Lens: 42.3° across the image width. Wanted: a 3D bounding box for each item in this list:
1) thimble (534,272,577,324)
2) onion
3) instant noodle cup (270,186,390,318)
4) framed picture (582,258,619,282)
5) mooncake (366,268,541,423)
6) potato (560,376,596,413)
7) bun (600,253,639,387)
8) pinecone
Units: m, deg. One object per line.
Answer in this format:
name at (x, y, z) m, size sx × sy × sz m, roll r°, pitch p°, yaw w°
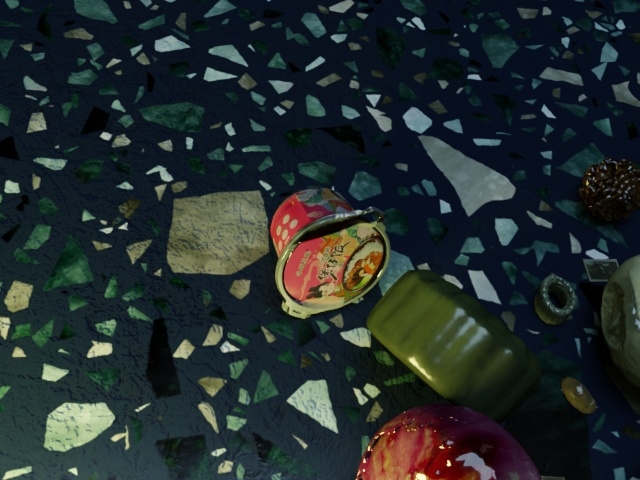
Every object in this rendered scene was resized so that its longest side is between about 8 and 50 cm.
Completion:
thimble at (0.534, 0.134, 1.892) m, size 0.084 × 0.062 × 0.110 m, roll -2°, pitch 56°, yaw -10°
onion at (0.233, 0.462, 1.459) m, size 0.358 × 0.358 × 0.345 m, roll 42°, pitch 15°, yaw 18°
instant noodle cup at (0.000, 0.000, 1.791) m, size 0.302 × 0.258 × 0.181 m, roll -43°, pitch 43°, yaw 12°
framed picture at (0.680, 0.072, 1.995) m, size 0.089 × 0.006 × 0.066 m, roll 1°, pitch 56°, yaw -9°
mooncake at (0.262, 0.205, 1.634) m, size 0.351 × 0.351 × 0.187 m, roll 42°, pitch 90°, yaw 18°
potato at (0.553, 0.332, 1.774) m, size 0.037 × 0.036 × 0.093 m, roll -27°, pitch 65°, yaw -29°
bun at (0.768, 0.208, 1.800) m, size 0.364 × 0.202 × 0.364 m, roll 9°, pitch 49°, yaw -10°
pinecone at (0.724, -0.131, 2.060) m, size 0.174 × 0.173 × 0.173 m, roll 5°, pitch 55°, yaw -7°
